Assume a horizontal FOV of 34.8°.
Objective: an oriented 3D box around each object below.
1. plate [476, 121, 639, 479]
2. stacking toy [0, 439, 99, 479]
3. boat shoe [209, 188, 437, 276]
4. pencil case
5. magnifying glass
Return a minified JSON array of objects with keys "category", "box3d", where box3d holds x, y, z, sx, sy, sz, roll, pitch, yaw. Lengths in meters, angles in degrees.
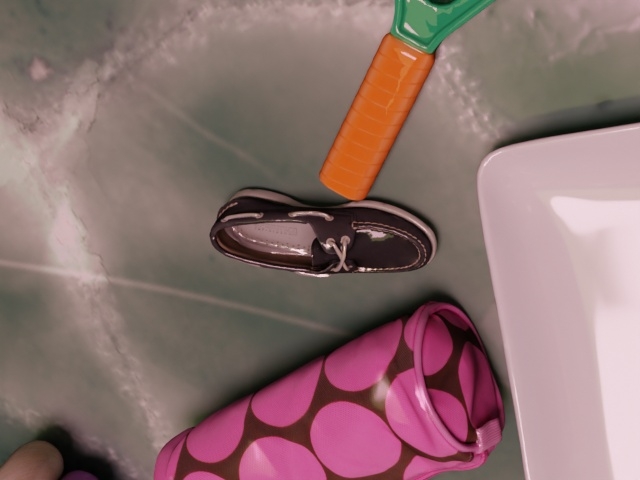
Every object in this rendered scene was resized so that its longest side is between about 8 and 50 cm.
[{"category":"plate","box3d":[0.229,0.070,0.473,0.278,0.045,0.277,-10,89,23]},{"category":"stacking toy","box3d":[-0.093,0.274,0.679,0.330,0.141,0.141,32,120,-3]},{"category":"boat shoe","box3d":[0.000,0.000,0.564,0.125,0.038,0.046,13,124,13]},{"category":"pencil case","box3d":[0.006,0.120,0.590,0.209,0.095,0.098,-33,68,29]},{"category":"magnifying glass","box3d":[0.057,-0.119,0.501,0.092,0.026,0.231,29,118,5]}]
